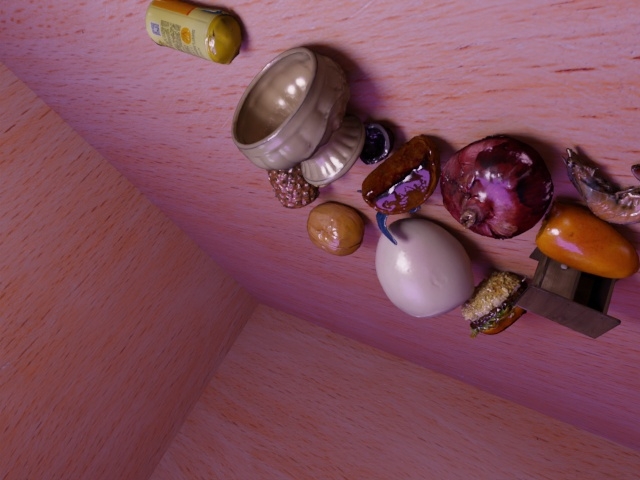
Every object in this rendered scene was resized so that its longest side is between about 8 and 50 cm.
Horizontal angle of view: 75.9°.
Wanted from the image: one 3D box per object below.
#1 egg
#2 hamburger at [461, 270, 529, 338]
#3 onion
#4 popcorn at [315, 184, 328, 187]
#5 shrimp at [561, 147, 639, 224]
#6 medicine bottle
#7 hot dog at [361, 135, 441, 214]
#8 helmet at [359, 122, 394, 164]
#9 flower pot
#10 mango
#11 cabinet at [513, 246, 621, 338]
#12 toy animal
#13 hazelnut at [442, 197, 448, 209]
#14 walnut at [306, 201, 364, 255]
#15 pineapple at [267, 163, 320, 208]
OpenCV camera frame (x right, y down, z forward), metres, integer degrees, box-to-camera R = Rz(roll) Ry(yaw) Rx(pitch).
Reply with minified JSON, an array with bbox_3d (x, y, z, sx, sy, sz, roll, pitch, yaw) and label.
[{"bbox_3d":[0.318,0.084,1.303,0.345,0.283,0.283,54,152,-11],"label":"egg"},{"bbox_3d":[0.553,0.194,1.303,0.138,0.243,0.261,48,154,9],"label":"hamburger"},{"bbox_3d":[0.380,-0.102,0.916,0.252,0.219,0.252,31,152,18],"label":"onion"},{"bbox_3d":[0.002,-0.226,1.273,0.106,0.120,0.116,-33,127,28],"label":"popcorn"},{"bbox_3d":[0.602,-0.117,0.841,0.251,0.052,0.144,32,147,-18],"label":"shrimp"},{"bbox_3d":[-0.311,-0.524,1.029,0.239,0.124,0.124,22,156,18],"label":"medicine bottle"},{"bbox_3d":[0.207,-0.160,1.042,0.227,0.160,0.099,-30,151,33],"label":"hot dog"},{"bbox_3d":[0.150,-0.255,1.068,0.123,0.070,0.098,-28,89,49],"label":"helmet"},{"bbox_3d":[-0.038,-0.284,1.007,0.308,0.307,0.244,6,163,45],"label":"flower pot"},{"bbox_3d":[0.630,0.013,0.967,0.252,0.126,0.154,30,169,-1],"label":"mango"},{"bbox_3d":[0.660,0.117,1.081,0.215,0.174,0.148,24,157,19],"label":"cabinet"},{"bbox_3d":[0.202,-0.115,1.188,0.177,0.238,0.255,0,-169,-1],"label":"toy animal"},{"bbox_3d":[0.363,-0.113,1.106,0.086,0.086,0.086,26,157,12],"label":"hazelnut"},{"bbox_3d":[0.055,-0.042,1.504,0.226,0.193,0.193,21,156,31],"label":"walnut"},{"bbox_3d":[-0.129,-0.266,1.327,0.169,0.169,0.340,6,135,45],"label":"pineapple"}]
